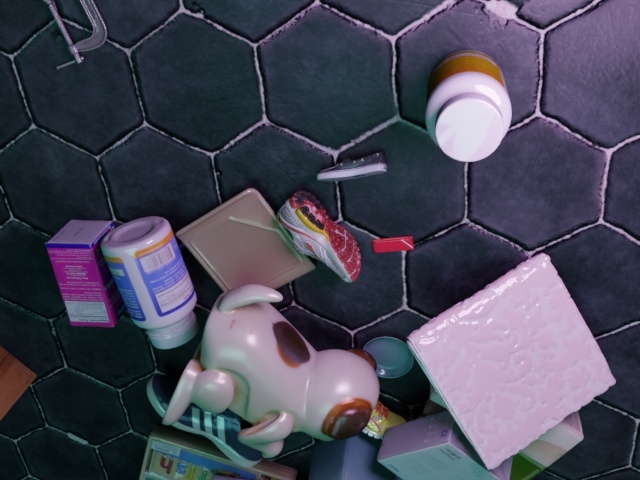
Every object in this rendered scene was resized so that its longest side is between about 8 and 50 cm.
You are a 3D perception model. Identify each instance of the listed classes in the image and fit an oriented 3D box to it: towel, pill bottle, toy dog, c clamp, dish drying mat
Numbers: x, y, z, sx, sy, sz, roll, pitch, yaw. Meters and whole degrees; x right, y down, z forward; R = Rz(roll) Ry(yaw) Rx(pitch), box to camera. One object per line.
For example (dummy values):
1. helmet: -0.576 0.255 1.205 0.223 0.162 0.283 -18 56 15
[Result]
1. towel: 0.384 0.238 1.309 0.332 0.053 0.316 -31 95 -7
2. pill bottle: -0.362 0.097 1.435 0.153 0.152 0.271 -7 118 15
3. toy dog: -0.071 0.284 1.426 0.408 0.284 0.395 25 112 -4
4. pill bottle: 0.242 -0.221 1.082 0.137 0.245 0.136 5 119 9
5. c clamp: -0.479 -0.416 1.245 0.137 0.022 0.160 -8 117 16
6. dish drying mat: 0.152 0.009 1.367 0.083 0.008 0.032 -5 119 14

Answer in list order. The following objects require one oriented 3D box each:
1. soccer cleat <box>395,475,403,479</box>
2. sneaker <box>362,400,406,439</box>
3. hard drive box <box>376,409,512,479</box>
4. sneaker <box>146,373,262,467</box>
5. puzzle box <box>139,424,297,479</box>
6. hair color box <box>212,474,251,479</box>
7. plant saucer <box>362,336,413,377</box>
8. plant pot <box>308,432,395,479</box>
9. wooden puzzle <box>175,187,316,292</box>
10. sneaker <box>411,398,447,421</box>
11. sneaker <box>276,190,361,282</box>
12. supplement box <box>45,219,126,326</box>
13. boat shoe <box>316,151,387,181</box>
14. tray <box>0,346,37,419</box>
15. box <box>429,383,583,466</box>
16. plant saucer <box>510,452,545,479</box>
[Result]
1. soccer cleat: 0.189 0.705 1.713 0.095 0.083 0.247 1 116 6
2. sneaker: 0.115 0.398 1.552 0.209 0.081 0.094 22 118 -1
3. hard drive box: 0.269 0.472 1.435 0.181 0.089 0.232 40 137 -16
4. sneaker: -0.254 0.411 1.615 0.350 0.131 0.148 36 112 -16
5. puzzle box: -0.293 0.681 1.783 0.409 0.052 0.272 17 112 1
6. hair color box: -0.124 0.710 1.649 0.348 0.174 0.105 7 109 5
7. plant saucer: 0.154 0.263 1.502 0.120 0.021 0.119 4 119 8
8. plant pot: 0.073 0.586 1.576 0.165 0.234 0.165 38 118 -11
9. wooden puzzle: -0.160 0.018 1.419 0.221 0.044 0.238 -28 115 24
10. sneaker: 0.253 0.439 1.549 0.057 0.075 0.161 30 120 -6
11. sneaker: 0.000 0.000 1.359 0.093 0.088 0.225 -32 104 37
12. supplement box: -0.517 0.076 1.477 0.114 0.111 0.219 2 120 9
13. boat shoe: 0.060 -0.143 1.284 0.142 0.049 0.040 -8 84 17
14. tray: -0.881 0.407 1.559 0.076 0.411 0.203 -38 106 26
15. box: 0.400 0.340 1.427 0.311 0.148 0.121 32 121 -6
16. plant saucer: 0.440 0.539 1.587 0.188 0.045 0.188 34 120 -9
